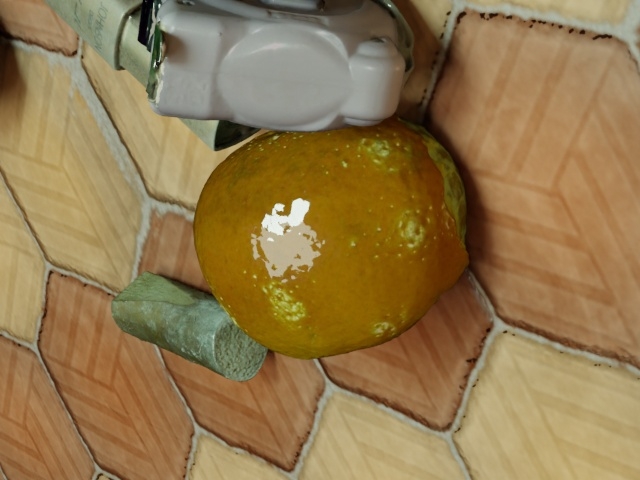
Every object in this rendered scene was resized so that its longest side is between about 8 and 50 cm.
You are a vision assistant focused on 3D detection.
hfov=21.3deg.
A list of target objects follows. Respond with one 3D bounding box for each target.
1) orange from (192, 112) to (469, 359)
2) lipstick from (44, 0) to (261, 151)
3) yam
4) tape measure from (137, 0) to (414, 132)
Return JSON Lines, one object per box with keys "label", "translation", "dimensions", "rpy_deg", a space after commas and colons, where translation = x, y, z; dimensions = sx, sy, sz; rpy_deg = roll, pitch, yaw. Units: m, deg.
{"label": "orange", "translation": [-0.005, 0.003, 1.297], "dimensions": [0.237, 0.158, 0.179], "rpy_deg": [-11, 108, 53]}
{"label": "lipstick", "translation": [-0.145, -0.179, 1.421], "dimensions": [0.253, 0.077, 0.079], "rpy_deg": [44, 141, 25]}
{"label": "yam", "translation": [-0.122, 0.075, 1.577], "dimensions": [0.169, 0.068, 0.068], "rpy_deg": [19, 127, 44]}
{"label": "tape measure", "translation": [-0.038, -0.148, 1.215], "dimensions": [0.178, 0.196, 0.105], "rpy_deg": [-124, 40, -61]}
